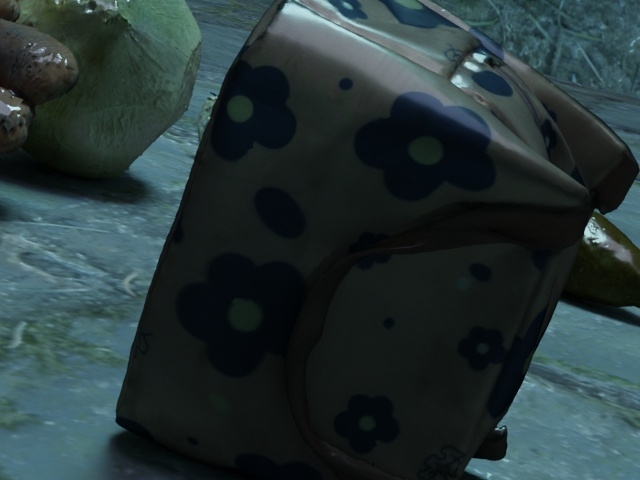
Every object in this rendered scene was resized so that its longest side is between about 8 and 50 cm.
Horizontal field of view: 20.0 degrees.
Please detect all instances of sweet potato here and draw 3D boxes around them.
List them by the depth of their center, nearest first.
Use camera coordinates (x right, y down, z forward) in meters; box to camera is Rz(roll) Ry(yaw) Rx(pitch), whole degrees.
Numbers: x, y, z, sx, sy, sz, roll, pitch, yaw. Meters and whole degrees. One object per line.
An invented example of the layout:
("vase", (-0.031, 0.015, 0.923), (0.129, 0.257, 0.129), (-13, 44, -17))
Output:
("sweet potato", (0.187, -0.001, 1.518), (0.269, 0.074, 0.075), (21, 14, 41))

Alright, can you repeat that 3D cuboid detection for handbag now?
("handbag", (0.031, 0.012, 0.917), (0.193, 0.251, 0.190), (25, 21, 9))

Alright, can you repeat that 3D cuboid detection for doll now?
("doll", (-0.322, -0.155, 1.355), (0.303, 0.156, 0.201), (14, 51, 36))

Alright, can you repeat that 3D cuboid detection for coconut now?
("coconut", (-0.187, -0.149, 1.478), (0.194, 0.194, 0.194), (13, 12, -3))

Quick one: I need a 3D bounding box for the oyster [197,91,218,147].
("oyster", (-0.017, -0.076, 1.726), (0.200, 0.061, 0.106), (18, -5, 7))
